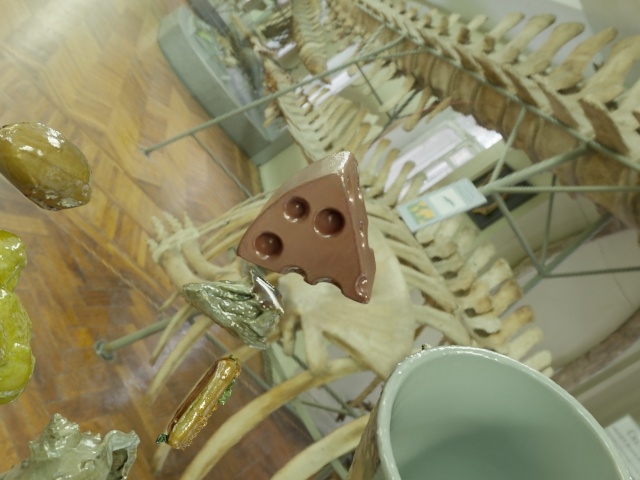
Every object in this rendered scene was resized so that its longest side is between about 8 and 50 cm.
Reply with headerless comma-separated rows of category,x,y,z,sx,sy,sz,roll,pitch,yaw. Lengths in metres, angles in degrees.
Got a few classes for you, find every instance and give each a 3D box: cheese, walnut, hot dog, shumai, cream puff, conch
cheese,-0.025,-0.013,0.868,0.128,0.177,0.202,-69,150,-63
walnut,-0.500,-0.129,1.098,0.137,0.137,0.245,62,3,33
hot dog,-0.196,0.274,1.001,0.055,0.188,0.072,38,-11,-8
shumai,-0.148,0.109,1.097,0.201,0.120,0.201,35,-7,5
cream puff,-0.566,0.105,0.912,0.274,0.323,0.269,90,15,-61
conch,-0.432,0.434,1.032,0.186,0.324,0.263,24,21,25

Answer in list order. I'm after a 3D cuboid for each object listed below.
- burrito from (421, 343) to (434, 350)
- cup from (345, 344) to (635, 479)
burrito,0.275,0.277,1.264,0.171,0.051,0.042,37,-29,-22
cup,0.086,0.269,0.525,0.301,0.257,0.227,-7,42,-33
